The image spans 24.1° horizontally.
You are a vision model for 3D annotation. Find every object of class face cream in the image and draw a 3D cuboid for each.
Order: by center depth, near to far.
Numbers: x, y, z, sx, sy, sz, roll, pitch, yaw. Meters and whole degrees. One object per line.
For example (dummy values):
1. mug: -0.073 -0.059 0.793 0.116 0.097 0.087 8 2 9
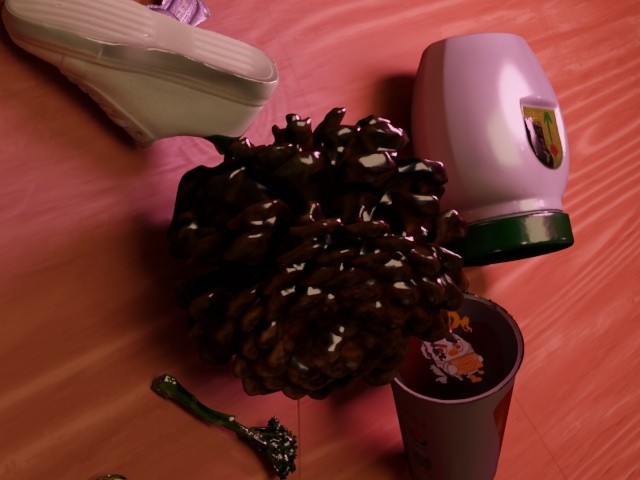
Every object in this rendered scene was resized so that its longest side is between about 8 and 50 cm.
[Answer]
1. face cream: 0.279 -0.146 2.445 0.312 0.219 0.357 0 79 -53

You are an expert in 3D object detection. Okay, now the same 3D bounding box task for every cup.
1. cup: 0.187 0.235 2.133 0.288 0.203 0.203 84 21 -46

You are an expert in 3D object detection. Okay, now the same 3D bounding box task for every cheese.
1. cheese: -0.210 -0.285 2.039 0.105 0.042 0.191 50 46 -26

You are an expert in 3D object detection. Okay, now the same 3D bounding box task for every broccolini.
1. broccolini: -0.111 0.233 1.944 0.254 0.057 0.071 39 5 -39

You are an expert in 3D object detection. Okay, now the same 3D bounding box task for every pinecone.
1. pinecone: 0.000 0.000 1.924 0.397 0.397 0.398 24 58 -44

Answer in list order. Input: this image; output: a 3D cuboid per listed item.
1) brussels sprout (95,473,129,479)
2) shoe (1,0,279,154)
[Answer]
1. brussels sprout: -0.236 0.310 1.757 0.085 0.058 0.085 -2 94 -22
2. shoe: -0.245 -0.207 1.918 0.363 0.160 0.132 14 34 -22
